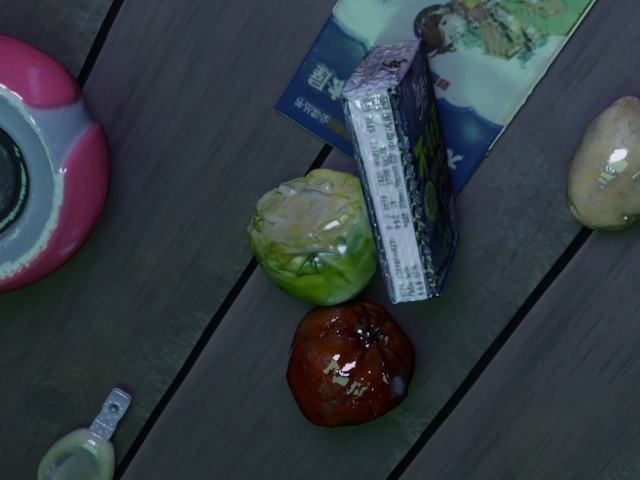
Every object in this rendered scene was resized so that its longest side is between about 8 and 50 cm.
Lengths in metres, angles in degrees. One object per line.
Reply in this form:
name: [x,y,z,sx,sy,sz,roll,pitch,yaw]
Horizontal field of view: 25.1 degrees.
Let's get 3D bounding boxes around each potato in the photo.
potato: [0.312,-0.074,1.482,0.112,0.112,0.147,22,125,5]

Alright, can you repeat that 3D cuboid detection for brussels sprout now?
brussels sprout: [0.002,0.005,1.592,0.149,0.151,0.122,-24,138,-2]

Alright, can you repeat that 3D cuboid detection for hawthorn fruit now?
hawthorn fruit: [0.027,0.149,1.642,0.148,0.148,0.172,34,133,-1]

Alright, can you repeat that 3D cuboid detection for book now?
book: [0.121,-0.205,1.523,0.228,0.018,0.322,33,117,0]

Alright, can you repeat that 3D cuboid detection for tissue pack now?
tissue pack: [0.088,-0.073,1.484,0.073,0.173,0.235,-7,113,16]

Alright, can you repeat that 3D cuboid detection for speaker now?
speaker: [-0.381,-0.091,1.572,0.294,0.294,0.294,6,115,13]

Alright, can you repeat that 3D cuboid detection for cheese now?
cheese: [-0.291,0.261,1.833,0.097,0.037,0.192,31,117,-1]
